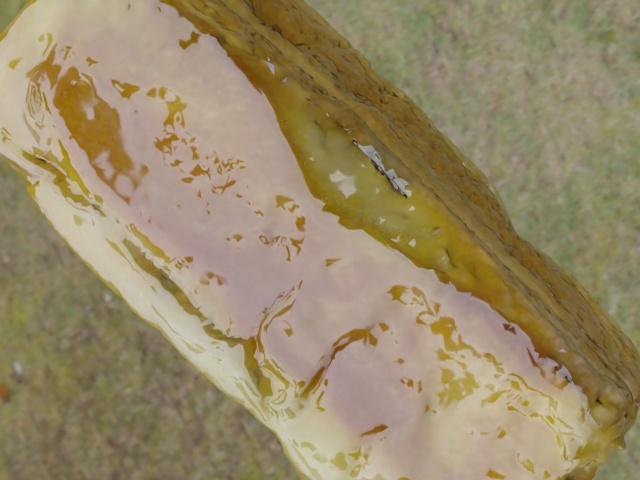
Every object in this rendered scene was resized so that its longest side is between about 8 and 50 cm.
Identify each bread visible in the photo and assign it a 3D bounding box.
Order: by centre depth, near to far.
[{"bbox_3d":[0.000,0.000,0.591,0.132,0.167,0.294,-44,87,12],"label":"bread"}]
